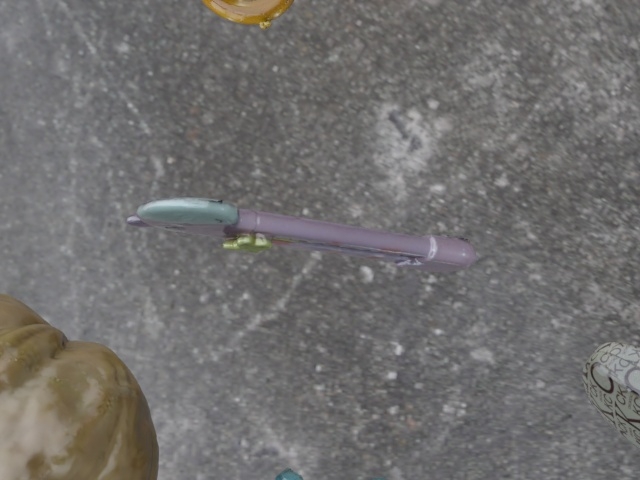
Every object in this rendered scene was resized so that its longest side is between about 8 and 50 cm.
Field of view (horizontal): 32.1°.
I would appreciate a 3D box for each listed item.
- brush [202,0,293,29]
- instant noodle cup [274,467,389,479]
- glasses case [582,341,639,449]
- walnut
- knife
[{"bbox_3d":[-0.079,-0.224,0.466,0.017,0.090,0.314,121,129,-69],"label":"brush"},{"bbox_3d":[0.042,0.214,0.606,0.179,0.070,0.157,-134,30,-58],"label":"instant noodle cup"},{"bbox_3d":[0.426,0.216,1.153,0.355,0.137,0.085,29,67,40],"label":"glasses case"},{"bbox_3d":[-0.289,0.183,0.903,0.296,0.285,0.285,31,99,16],"label":"walnut"},{"bbox_3d":[0.000,0.001,1.112,0.132,0.399,0.038,-10,75,57],"label":"knife"}]
